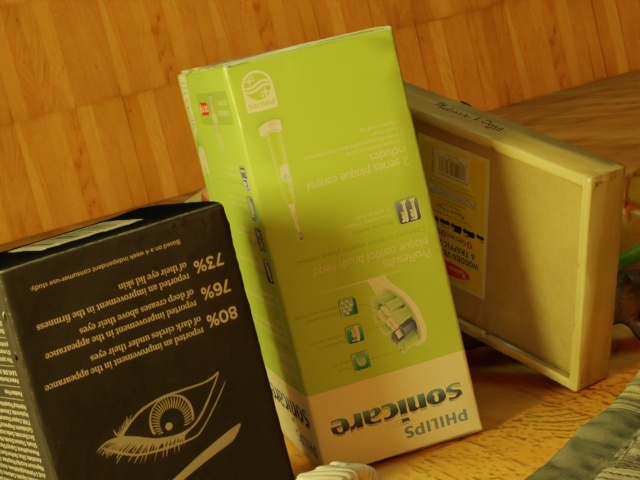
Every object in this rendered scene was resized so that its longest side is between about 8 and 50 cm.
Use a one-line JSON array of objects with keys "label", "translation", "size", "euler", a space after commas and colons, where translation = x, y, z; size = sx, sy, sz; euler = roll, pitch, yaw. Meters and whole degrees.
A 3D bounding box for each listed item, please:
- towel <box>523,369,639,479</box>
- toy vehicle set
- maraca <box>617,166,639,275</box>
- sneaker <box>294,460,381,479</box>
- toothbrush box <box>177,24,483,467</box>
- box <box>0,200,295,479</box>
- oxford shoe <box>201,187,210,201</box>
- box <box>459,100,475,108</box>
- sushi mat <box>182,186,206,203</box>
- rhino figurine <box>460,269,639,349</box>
[{"label": "towel", "translation": [0.278, 0.095, 0.706], "size": [0.324, 0.056, 0.312], "euler": [-9, 9, 31]}, {"label": "toy vehicle set", "translation": [0.108, -0.016, 1.032], "size": [0.035, 0.166, 0.267], "euler": [-21, 33, -34]}, {"label": "maraca", "translation": [0.293, -0.007, 1.241], "size": [0.186, 0.099, 0.127], "euler": [-39, 2, 11]}, {"label": "sneaker", "translation": [-0.070, 0.168, 0.638], "size": [0.153, 0.094, 0.235], "euler": [0, 24, 26]}, {"label": "toothbrush box", "translation": [0.000, 0.000, 0.992], "size": [0.122, 0.283, 0.206], "euler": [-14, 8, -12]}, {"label": "box", "translation": [-0.120, 0.094, 0.820], "size": [0.153, 0.207, 0.108], "euler": [-18, 9, -35]}, {"label": "oxford shoe", "translation": [-0.087, 0.061, 1.118], "size": [0.130, 0.123, 0.348], "euler": [26, 59, 20]}, {"label": "box", "translation": [0.051, -0.023, 1.424], "size": [0.318, 0.097, 0.395], "euler": [-30, 9, 4]}, {"label": "sushi mat", "translation": [-0.117, -0.028, 1.500], "size": [0.151, 0.019, 0.316], "euler": [1, 28, 38]}, {"label": "rhino figurine", "translation": [0.190, 0.049, 1.094], "size": [0.243, 0.073, 0.106], "euler": [-5, 8, 37]}]
